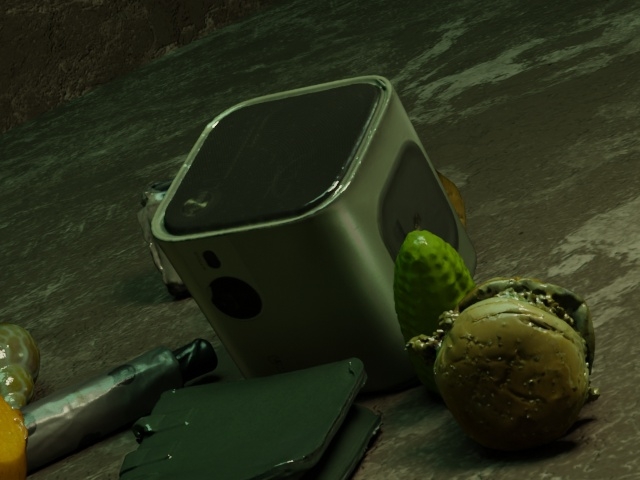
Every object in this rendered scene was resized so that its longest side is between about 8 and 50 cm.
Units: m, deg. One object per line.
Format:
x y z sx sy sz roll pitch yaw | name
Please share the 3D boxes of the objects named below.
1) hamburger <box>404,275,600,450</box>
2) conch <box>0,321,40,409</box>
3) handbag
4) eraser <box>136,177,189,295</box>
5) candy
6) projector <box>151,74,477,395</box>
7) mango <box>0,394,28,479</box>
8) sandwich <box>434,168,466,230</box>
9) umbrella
0.167 0.111 1.591 0.184 0.159 0.131 8 27 15 | hamburger
-0.396 0.158 2.122 0.116 0.106 0.173 -50 10 -21 | conch
-0.088 0.212 1.668 0.260 0.079 0.247 -11 17 23 | handbag
-0.072 -0.043 2.324 0.332 0.155 0.101 -17 15 4 | eraser
0.118 0.067 1.695 0.096 0.209 0.097 -11 45 11 | candy
0.000 0.000 1.858 0.248 0.249 0.248 -9 37 31 | projector
-0.402 0.223 1.752 0.191 0.160 0.290 -47 34 18 | mango
0.042 -0.042 2.111 0.226 0.087 0.251 -12 -25 31 | sandwich
-0.268 0.193 1.934 0.337 0.067 0.073 -24 28 -22 | umbrella
